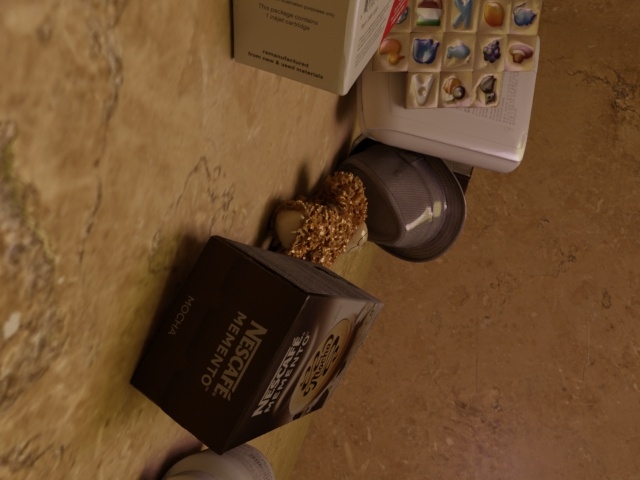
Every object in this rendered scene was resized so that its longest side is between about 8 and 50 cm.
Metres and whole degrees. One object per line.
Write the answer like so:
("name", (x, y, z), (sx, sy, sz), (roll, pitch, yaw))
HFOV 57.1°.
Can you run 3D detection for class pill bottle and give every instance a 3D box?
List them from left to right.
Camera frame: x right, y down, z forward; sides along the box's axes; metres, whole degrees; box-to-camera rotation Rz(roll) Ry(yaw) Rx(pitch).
("pill bottle", (-0.140, 0.337, 0.754), (0.229, 0.131, 0.131), (64, 46, -76))

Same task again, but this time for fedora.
("fedora", (0.122, -0.073, 1.106), (0.124, 0.275, 0.243), (-20, 155, -44))

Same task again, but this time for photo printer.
("photo printer", (0.212, -0.269, 1.008), (0.107, 0.308, 0.255), (176, -77, -72))

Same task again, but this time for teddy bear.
("teddy bear", (0.000, 0.000, 0.924), (0.338, 0.113, 0.244), (5, 107, -79))

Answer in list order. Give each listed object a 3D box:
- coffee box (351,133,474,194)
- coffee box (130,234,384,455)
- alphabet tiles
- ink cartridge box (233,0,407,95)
("coffee box", (0.180, -0.119, 1.243), (0.098, 0.247, 0.141), (-52, 158, -61))
("coffee box", (-0.047, 0.110, 0.663), (0.168, 0.119, 0.297), (-61, 160, 4))
("alphabet tiles", (0.215, -0.371, 0.884), (0.011, 0.286, 0.342), (-133, -139, -61))
("ink cartridge box", (0.019, -0.294, 0.477), (0.272, 0.114, 0.197), (99, 16, -48))
